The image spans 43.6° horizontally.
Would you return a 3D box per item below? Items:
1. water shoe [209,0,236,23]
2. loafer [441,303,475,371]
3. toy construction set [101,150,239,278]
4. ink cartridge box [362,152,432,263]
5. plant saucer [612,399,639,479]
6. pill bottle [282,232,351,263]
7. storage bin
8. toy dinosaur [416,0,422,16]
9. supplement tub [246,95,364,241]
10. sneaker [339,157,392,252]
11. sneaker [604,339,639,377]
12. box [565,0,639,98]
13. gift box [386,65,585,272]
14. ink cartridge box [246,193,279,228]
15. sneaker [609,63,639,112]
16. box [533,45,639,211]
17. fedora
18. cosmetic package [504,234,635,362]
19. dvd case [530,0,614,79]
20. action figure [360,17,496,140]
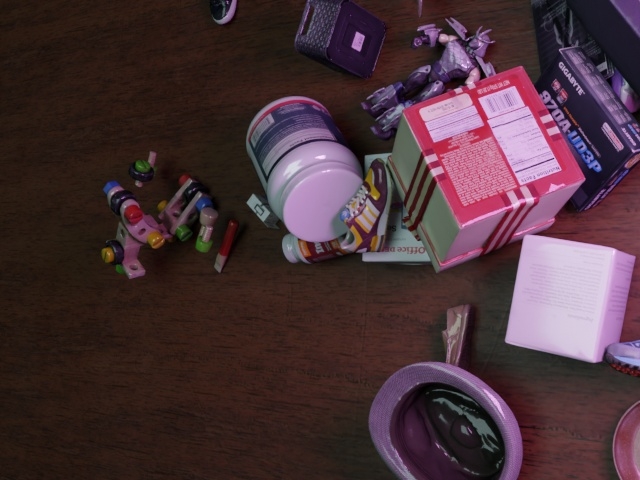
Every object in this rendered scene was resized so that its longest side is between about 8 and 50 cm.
[{"bbox_3d":[-0.248,-0.613,1.890,0.072,0.080,0.203,-7,81,33],"label":"water shoe"},{"bbox_3d":[0.250,0.189,1.482,0.050,0.056,0.148,7,78,35],"label":"loafer"},{"bbox_3d":[-0.359,-0.009,1.849,0.308,0.257,0.237,28,120,10],"label":"toy construction set"},{"bbox_3d":[0.168,-0.060,1.541,0.154,0.093,0.213,0,87,33],"label":"ink cartridge box"},{"bbox_3d":[0.566,0.338,1.262,0.198,0.036,0.199,-5,81,34],"label":"plant saucer"},{"bbox_3d":[0.000,0.000,1.650,0.152,0.086,0.086,-17,75,31],"label":"pill bottle"},{"bbox_3d":[0.043,-0.410,1.611,0.084,0.180,0.122,22,97,34],"label":"storage bin"},{"bbox_3d":[0.218,-0.584,1.574,0.160,0.121,0.314,8,94,46],"label":"toy dinosaur"},{"bbox_3d":[-0.028,-0.144,1.577,0.191,0.191,0.272,-48,39,20],"label":"supplement tub"},{"bbox_3d":[0.079,-0.060,1.454,0.069,0.083,0.186,-114,25,-63],"label":"sneaker"},{"bbox_3d":[0.570,0.148,1.234,0.261,0.104,0.125,-6,72,10],"label":"sneaker"},{"bbox_3d":[0.588,-0.356,1.178,0.312,0.179,0.343,-32,72,7],"label":"box"},{"bbox_3d":[0.264,-0.127,1.353,0.255,0.258,0.277,-16,71,-7],"label":"gift box"},{"bbox_3d":[-0.118,-0.064,1.758,0.083,0.048,0.028,48,110,27],"label":"ink cartridge box"},{"bbox_3d":[0.503,-0.327,1.354,0.104,0.095,0.237,0,78,39],"label":"sneaker"},{"bbox_3d":[0.435,-0.186,1.347,0.220,0.051,0.175,63,153,22],"label":"box"},{"bbox_3d":[0.235,0.338,1.427,0.275,0.124,0.244,32,105,21],"label":"fedora"},{"bbox_3d":[0.414,0.096,1.322,0.151,0.151,0.184,11,90,33],"label":"cosmetic package"},{"bbox_3d":[0.433,-0.362,1.391,0.164,0.018,0.221,152,115,-65],"label":"dvd case"},{"bbox_3d":[0.214,-0.309,1.538,0.285,0.099,0.185,-37,61,22],"label":"action figure"}]
